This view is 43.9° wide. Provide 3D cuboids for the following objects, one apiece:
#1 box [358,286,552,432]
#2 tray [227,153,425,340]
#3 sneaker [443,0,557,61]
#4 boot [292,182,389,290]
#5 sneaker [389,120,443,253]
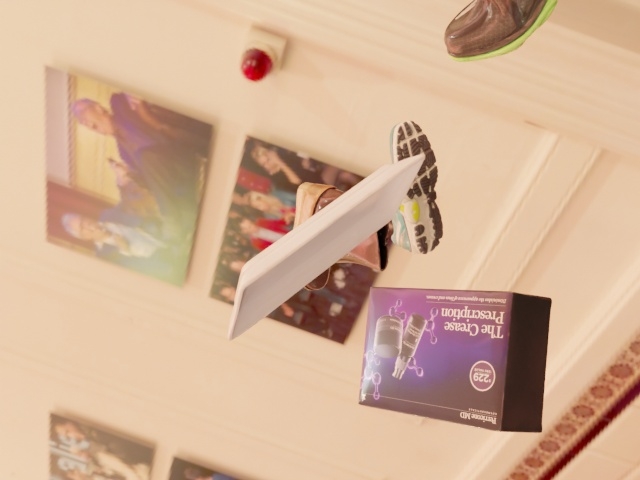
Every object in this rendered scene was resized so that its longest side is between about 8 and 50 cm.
[{"bbox_3d":[0.185,0.163,1.133,0.261,0.103,0.184,-2,81,48],"label":"box"},{"bbox_3d":[0.000,0.000,0.881,0.270,0.030,0.145,-36,-15,-27],"label":"tray"},{"bbox_3d":[0.361,-0.510,1.388,0.483,0.202,0.185,-47,23,45],"label":"sneaker"},{"bbox_3d":[0.036,0.022,1.490,0.090,0.207,0.248,-28,-49,-35],"label":"boot"},{"bbox_3d":[0.165,-0.101,1.578,0.107,0.110,0.275,-24,-64,-37],"label":"sneaker"}]
